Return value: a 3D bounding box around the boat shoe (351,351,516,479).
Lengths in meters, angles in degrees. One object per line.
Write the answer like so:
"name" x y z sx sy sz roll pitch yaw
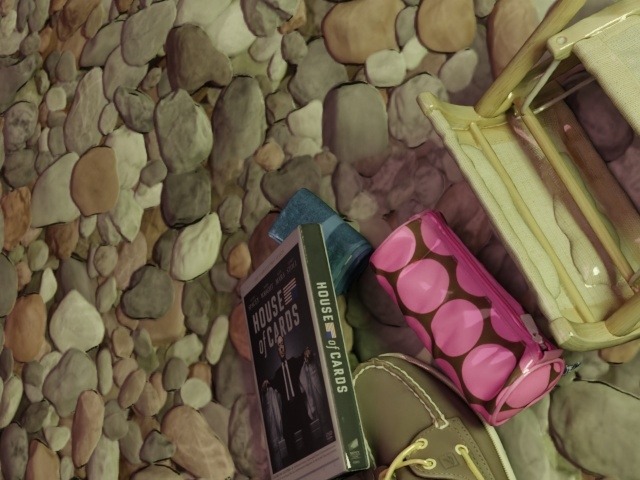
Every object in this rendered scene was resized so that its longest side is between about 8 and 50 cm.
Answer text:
"boat shoe" 0.110 0.229 0.945 0.116 0.097 0.324 -45 58 22

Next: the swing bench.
"swing bench" 0.255 -0.079 0.865 0.255 0.165 0.253 -41 60 29

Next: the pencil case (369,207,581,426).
"pencil case" 0.132 0.061 0.969 0.209 0.095 0.098 50 146 30

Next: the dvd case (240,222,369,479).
"dvd case" -0.022 0.126 1.056 0.179 0.030 0.238 136 127 -57

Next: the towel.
"towel" 0.000 0.000 1.116 0.119 0.029 0.067 43 105 35
